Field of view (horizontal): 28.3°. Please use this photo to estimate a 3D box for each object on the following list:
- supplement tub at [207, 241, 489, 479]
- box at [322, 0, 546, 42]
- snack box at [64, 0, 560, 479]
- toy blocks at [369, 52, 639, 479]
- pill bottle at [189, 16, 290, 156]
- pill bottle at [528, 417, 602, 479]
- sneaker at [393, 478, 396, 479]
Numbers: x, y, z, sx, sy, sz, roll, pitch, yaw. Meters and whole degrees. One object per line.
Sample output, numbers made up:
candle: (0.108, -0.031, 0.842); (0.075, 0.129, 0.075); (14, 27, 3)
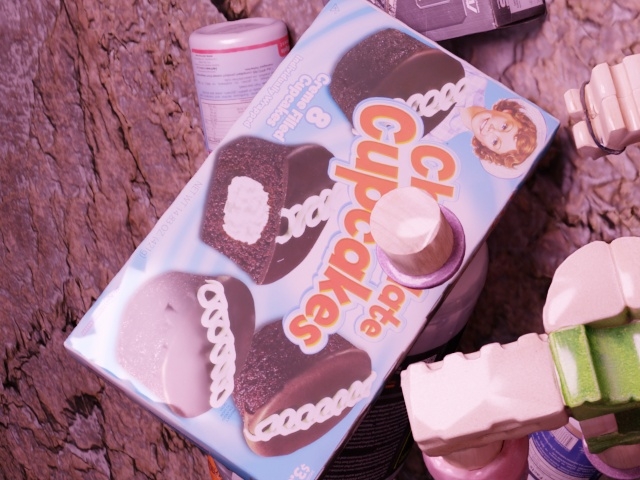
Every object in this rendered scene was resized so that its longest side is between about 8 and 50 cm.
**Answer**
supplement tub: (0.005, 0.094, 1.055); (0.193, 0.193, 0.316); (46, 139, 29)
box: (0.057, -0.256, 0.924); (0.183, 0.056, 0.231); (-2, 106, 54)
snack box: (0.000, 0.000, 0.868); (0.187, 0.322, 0.060); (33, 164, 9)
toy blocks: (0.195, 0.086, 0.775); (0.260, 0.288, 0.309); (49, -153, -65)
pill bottle: (-0.063, -0.112, 1.131); (0.087, 0.087, 0.160); (15, 120, 49)
pill bottle: (0.187, 0.152, 0.953); (0.067, 0.067, 0.120); (50, 141, 25)
sneaker: (0.039, 0.376, 1.117); (0.323, 0.236, 0.130); (55, 143, 19)
